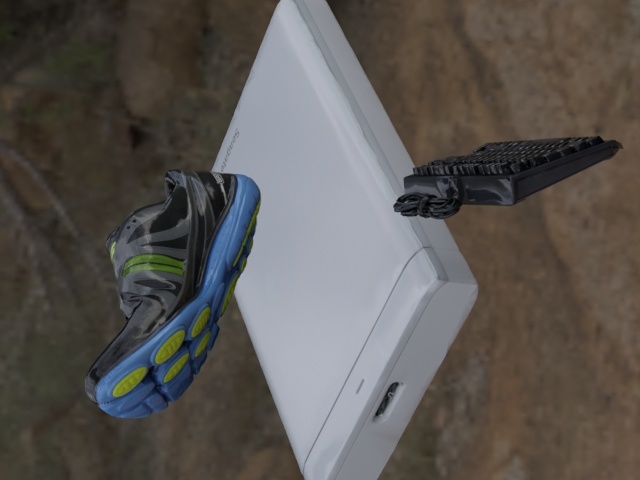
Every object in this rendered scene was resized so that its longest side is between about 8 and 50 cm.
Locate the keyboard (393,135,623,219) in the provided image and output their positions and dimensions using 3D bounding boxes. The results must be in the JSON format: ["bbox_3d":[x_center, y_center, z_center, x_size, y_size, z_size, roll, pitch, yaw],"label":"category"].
[{"bbox_3d":[0.099,-0.041,1.004,0.023,0.108,0.180,66,166,-8],"label":"keyboard"}]

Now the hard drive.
[{"bbox_3d":[0.000,0.000,1.283,0.233,0.047,0.353,-65,32,34],"label":"hard drive"}]

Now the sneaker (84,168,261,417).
[{"bbox_3d":[-0.094,0.028,0.959,0.067,0.078,0.188,95,-167,-47],"label":"sneaker"}]
